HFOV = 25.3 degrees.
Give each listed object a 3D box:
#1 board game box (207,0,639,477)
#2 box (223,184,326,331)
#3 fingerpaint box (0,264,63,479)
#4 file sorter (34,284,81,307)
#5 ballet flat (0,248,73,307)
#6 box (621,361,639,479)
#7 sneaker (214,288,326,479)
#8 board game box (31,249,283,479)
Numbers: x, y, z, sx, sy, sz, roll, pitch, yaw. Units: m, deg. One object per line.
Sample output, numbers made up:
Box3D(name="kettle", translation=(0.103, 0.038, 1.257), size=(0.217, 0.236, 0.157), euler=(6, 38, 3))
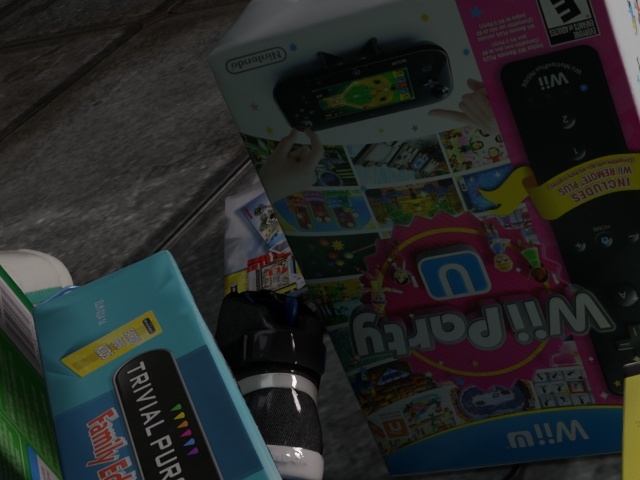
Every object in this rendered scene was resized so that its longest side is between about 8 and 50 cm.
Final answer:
Box3D(name="board game box", translation=(0.101, -0.018, 0.826), size=(0.224, 0.303, 0.097), euler=(-11, 27, 25))
Box3D(name="box", translation=(0.000, 0.000, 1.187), size=(0.159, 0.044, 0.233), euler=(-20, 25, 6))
Box3D(name="fingerpaint box", translation=(-0.325, 0.190, 0.787), size=(0.371, 0.163, 0.445), euler=(-33, 28, 1))
Box3D(name="file sorter", translation=(-0.158, 0.109, 1.032), size=(0.118, 0.104, 0.170), euler=(-36, 27, -28))
Box3D(name="ballet flat", translation=(-0.360, 0.066, 1.279), size=(0.400, 0.139, 0.139), euler=(-6, 29, 45))
Box3D(name="box", translation=(0.182, 0.152, 0.682), size=(0.058, 0.087, 0.232), euler=(-16, 27, 20))
Box3D(name="sneaker", translation=(-0.043, 0.094, 0.872), size=(0.079, 0.121, 0.217), euler=(10, -16, -18))
Box3D(name="board game box", translation=(-0.021, 0.180, 0.593), size=(0.079, 0.254, 0.336), euler=(-25, 25, -6))
